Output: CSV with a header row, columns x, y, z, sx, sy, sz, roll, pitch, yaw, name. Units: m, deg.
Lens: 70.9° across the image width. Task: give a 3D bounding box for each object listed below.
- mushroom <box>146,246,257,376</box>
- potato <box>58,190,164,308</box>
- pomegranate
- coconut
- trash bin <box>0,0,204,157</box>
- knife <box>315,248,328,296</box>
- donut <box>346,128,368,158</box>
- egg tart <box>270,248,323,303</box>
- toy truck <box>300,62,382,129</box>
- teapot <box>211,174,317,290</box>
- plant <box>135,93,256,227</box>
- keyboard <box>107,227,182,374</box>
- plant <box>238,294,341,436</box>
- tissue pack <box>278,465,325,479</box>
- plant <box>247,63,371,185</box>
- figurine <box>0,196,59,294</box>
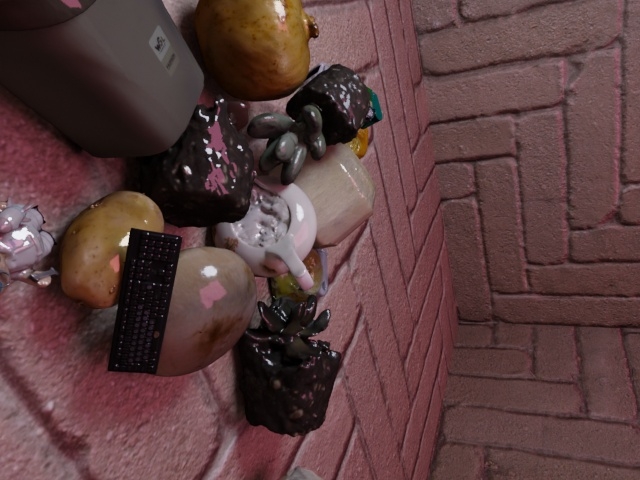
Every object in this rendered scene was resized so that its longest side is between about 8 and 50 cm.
x,y,z,sx,sy,sz,roll,pitch,yaw,name
-0.208,0.101,0.700,0.178,0.226,0.226,46,22,16,mushroom
-0.285,0.007,0.610,0.109,0.118,0.178,41,46,-31,potato
-0.118,-0.387,0.857,0.248,0.248,0.248,10,79,-63,pomegranate
-0.011,-0.099,1.053,0.237,0.266,0.237,51,-2,2,coconut
-0.287,-0.241,0.542,0.250,0.219,0.219,59,40,-55,trash bin
-0.001,0.000,1.282,0.080,0.044,0.331,41,47,-52,knife
0.097,-0.353,1.453,0.152,0.101,0.259,28,59,-66,donut
-0.053,0.075,1.119,0.197,0.078,0.197,20,67,-61,egg tart
0.064,-0.398,1.279,0.253,0.114,0.124,24,64,-34,toy truck
-0.102,-0.025,0.865,0.204,0.298,0.139,-38,164,-12,teapot
-0.196,-0.140,0.734,0.204,0.178,0.233,31,57,-55,plant
-0.225,0.082,0.572,0.010,0.064,0.198,-130,-127,-67,keyboard
-0.061,0.252,0.954,0.199,0.188,0.276,11,80,-57,plant
-0.105,0.681,0.853,0.390,0.195,0.375,-18,116,-63,tissue pack
-0.016,-0.223,0.875,0.146,0.149,0.274,48,58,-8,plant
-0.368,0.033,0.461,0.229,0.112,0.137,-71,157,-61,figurine
